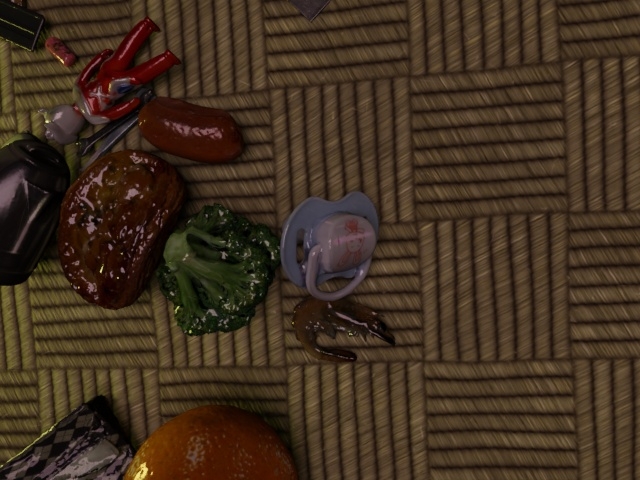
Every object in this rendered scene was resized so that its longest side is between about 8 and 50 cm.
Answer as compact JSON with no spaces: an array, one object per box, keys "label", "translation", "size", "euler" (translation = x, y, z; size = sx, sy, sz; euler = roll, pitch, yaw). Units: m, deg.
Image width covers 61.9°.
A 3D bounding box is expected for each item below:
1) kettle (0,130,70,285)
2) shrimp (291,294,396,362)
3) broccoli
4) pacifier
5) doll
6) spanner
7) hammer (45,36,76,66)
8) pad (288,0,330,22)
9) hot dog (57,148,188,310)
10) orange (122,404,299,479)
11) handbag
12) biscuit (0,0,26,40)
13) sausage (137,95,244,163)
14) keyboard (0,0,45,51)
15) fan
[{"label":"kettle","translation":[-0.740,-0.109,1.279],"size":[0.324,0.228,0.321],"euler":[-53,50,9]},{"label":"shrimp","translation":[0.046,0.220,1.259],"size":[0.253,0.058,0.173],"euler":[24,104,9]},{"label":"broccoli","translation":[-0.238,0.053,1.192],"size":[0.307,0.275,0.308],"euler":[-13,59,23]},{"label":"pacifier","translation":[0.000,0.000,1.197],"size":[0.225,0.287,0.239],"euler":[23,119,47]},{"label":"doll","translation":[-0.518,-0.363,1.283],"size":[0.384,0.099,0.188],"euler":[-34,68,6]},{"label":"spanner","translation":[-0.505,-0.283,1.306],"size":[0.254,0.015,0.054],"euler":[-31,71,12]},{"label":"hammer","translation":[-0.643,-0.468,1.325],"size":[0.083,0.043,0.043],"euler":[44,97,5]},{"label":"pad","translation":[-0.071,-0.725,1.250],"size":[0.367,0.007,0.247],"euler":[45,97,4]},{"label":"hot dog","translation":[-0.471,-0.025,1.252],"size":[0.266,0.174,0.388],"euler":[28,96,19]},{"label":"orange","translation":[-0.236,0.572,1.143],"size":[0.326,0.424,0.424],"euler":[-22,90,31]},{"label":"handbag","translation":[-0.535,0.623,1.306],"size":[0.316,0.180,0.416],"euler":[-38,86,-4]},{"label":"biscuit","translation":[-0.802,-0.622,1.345],"size":[0.130,0.025,0.231],"euler":[4,93,7]},{"label":"sausage","translation":[-0.302,-0.252,1.245],"size":[0.258,0.133,0.133],"euler":[15,95,3]},{"label":"keyboard","translation":[-0.865,-0.584,1.330],"size":[0.381,0.041,0.104],"euler":[25,96,0]},{"label":"fan","translation":[-0.510,-0.266,1.327],"size":[0.282,0.023,0.057],"euler":[-45,88,6]}]
